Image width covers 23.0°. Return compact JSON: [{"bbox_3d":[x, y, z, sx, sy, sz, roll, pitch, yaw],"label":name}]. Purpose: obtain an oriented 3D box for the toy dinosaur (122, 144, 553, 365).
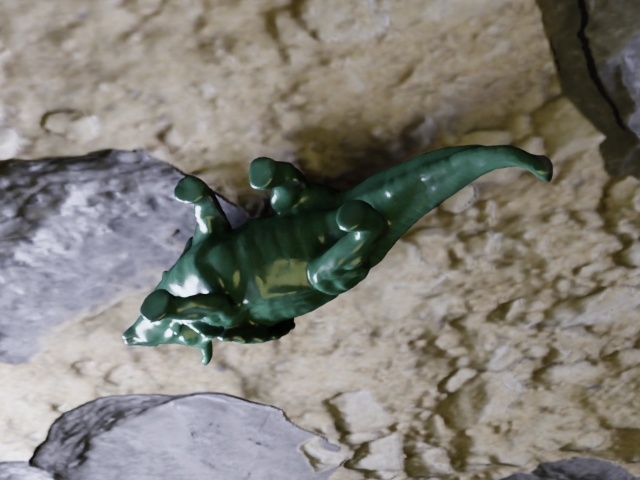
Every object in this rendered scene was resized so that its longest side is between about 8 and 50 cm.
[{"bbox_3d":[-0.014,-0.004,0.901,0.120,0.079,0.292,18,140,-37],"label":"toy dinosaur"}]
